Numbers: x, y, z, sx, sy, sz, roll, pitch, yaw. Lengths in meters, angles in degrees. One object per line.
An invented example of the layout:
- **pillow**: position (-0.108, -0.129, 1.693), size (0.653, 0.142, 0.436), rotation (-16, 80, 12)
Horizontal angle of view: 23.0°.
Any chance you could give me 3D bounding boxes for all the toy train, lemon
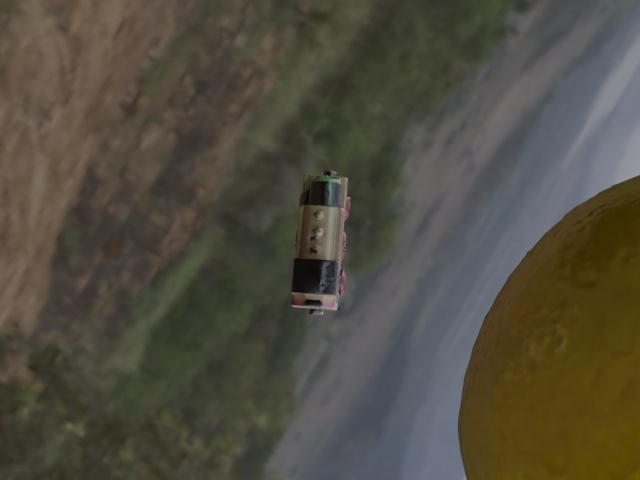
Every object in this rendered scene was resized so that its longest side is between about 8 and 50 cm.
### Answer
- **toy train**: position (0.000, 0.000, 1.468), size (0.087, 0.050, 0.138), rotation (60, 35, -84)
- **lemon**: position (0.176, 0.087, 0.760), size (0.219, 0.240, 0.240), rotation (-23, -164, 34)
